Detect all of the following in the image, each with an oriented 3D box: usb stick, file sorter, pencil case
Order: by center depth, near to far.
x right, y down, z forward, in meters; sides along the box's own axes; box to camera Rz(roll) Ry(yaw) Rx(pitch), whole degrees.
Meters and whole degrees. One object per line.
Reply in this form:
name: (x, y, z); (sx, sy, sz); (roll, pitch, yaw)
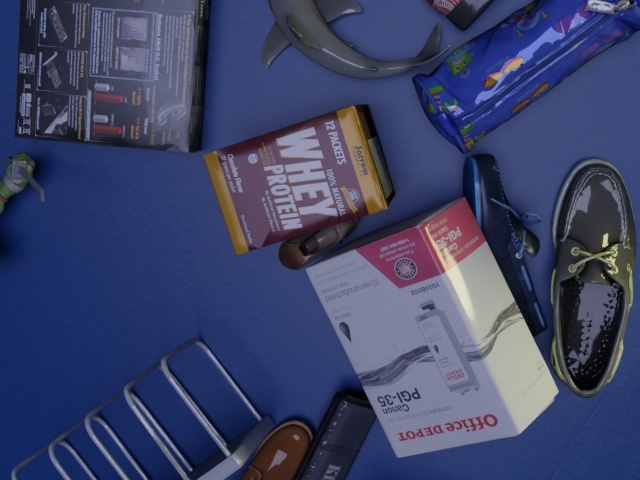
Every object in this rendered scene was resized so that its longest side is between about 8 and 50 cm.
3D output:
pencil case: (0.262, -0.234, 1.271); (0.306, 0.133, 0.119); (-35, 105, 12)
file sorter: (-0.236, 0.282, 1.380); (0.278, 0.193, 0.173); (-37, 89, 11)
usb stick: (-0.002, 0.329, 1.417); (0.077, 0.045, 0.278); (17, 104, -38)

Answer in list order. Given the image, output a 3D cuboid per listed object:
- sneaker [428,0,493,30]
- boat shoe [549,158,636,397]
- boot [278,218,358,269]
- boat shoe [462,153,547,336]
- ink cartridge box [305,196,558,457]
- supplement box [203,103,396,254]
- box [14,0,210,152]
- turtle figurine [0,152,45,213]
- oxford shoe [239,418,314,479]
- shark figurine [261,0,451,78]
sneaker: (0.216, -0.406, 1.272); (0.145, 0.090, 0.270); (42, 103, -2)
boat shoe: (0.349, 0.050, 1.318); (0.109, 0.091, 0.305); (4, 98, 7)
boot: (0.000, 0.000, 1.374); (0.087, 0.118, 0.042); (-29, 94, -25)
boat shoe: (0.241, 0.006, 1.335); (0.089, 0.109, 0.258); (-11, 113, 2)
ink cartridge box: (0.140, 0.115, 1.300); (0.207, 0.117, 0.283); (-23, 95, 42)
supplement box: (-0.019, -0.081, 1.296); (0.191, 0.194, 0.129); (-17, 95, 9)
box: (-0.272, -0.278, 1.361); (0.242, 0.076, 0.307); (5, 99, 7)
turtle figurine: (-0.489, -0.097, 1.344); (0.198, 0.274, 0.266); (-31, 84, -5)
oxford shoe: (-0.079, 0.342, 1.425); (0.076, 0.076, 0.212); (35, 99, 3)
shark figurine: (0.015, -0.256, 1.303); (0.278, 0.116, 0.166); (33, 103, 9)
